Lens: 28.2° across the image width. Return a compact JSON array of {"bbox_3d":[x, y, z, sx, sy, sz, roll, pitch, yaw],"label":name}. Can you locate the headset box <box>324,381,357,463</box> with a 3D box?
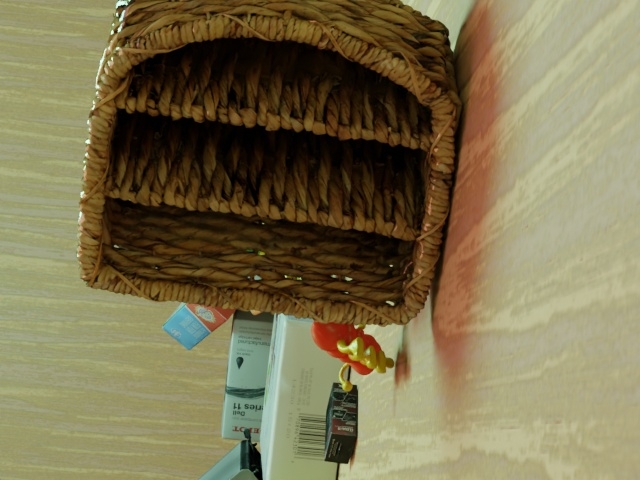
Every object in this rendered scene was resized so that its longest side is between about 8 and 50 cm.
[{"bbox_3d":[0.024,0.222,1.526,0.062,0.032,0.083,101,175,-47],"label":"headset box"}]

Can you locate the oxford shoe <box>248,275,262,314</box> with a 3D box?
[{"bbox_3d":[-0.070,-0.038,1.911,0.130,0.132,0.364,-37,23,37],"label":"oxford shoe"}]

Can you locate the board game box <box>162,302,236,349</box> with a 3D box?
[{"bbox_3d":[-0.119,0.025,2.121,0.316,0.064,0.242,-51,5,-25],"label":"board game box"}]

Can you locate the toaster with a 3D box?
[{"bbox_3d":[-0.096,0.396,1.889,0.110,0.168,0.186,-38,9,2],"label":"toaster"}]

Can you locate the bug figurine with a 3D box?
[{"bbox_3d":[0.000,0.000,1.252,0.072,0.216,0.279,-27,41,31],"label":"bug figurine"}]

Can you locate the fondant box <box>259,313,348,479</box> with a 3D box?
[{"bbox_3d":[-0.026,0.210,1.791,0.330,0.096,0.238,-136,53,-83],"label":"fondant box"}]

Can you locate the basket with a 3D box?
[{"bbox_3d":[-0.038,-0.084,1.053,0.213,0.299,0.223,103,174,-47],"label":"basket"}]

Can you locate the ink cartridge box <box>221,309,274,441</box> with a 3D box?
[{"bbox_3d":[-0.077,0.221,2.068,0.087,0.153,0.208,-99,15,-76],"label":"ink cartridge box"}]
